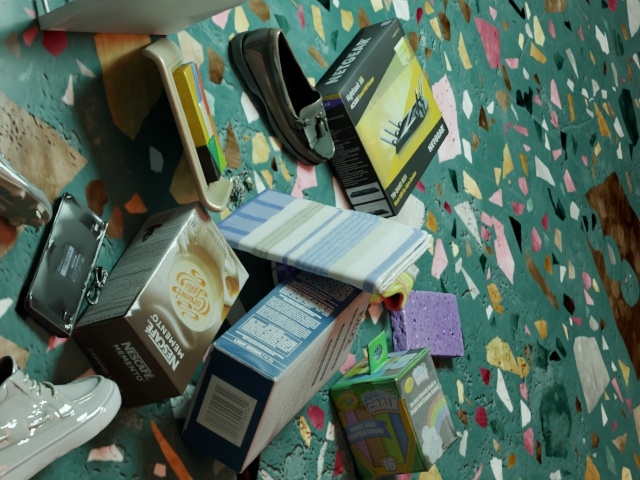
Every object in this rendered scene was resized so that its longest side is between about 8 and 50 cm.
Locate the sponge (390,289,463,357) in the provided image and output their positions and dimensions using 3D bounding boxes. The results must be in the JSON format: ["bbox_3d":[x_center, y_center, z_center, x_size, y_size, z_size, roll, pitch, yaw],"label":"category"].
[{"bbox_3d":[0.190,0.149,2.561,0.210,0.031,0.117,9,71,-57],"label":"sponge"}]

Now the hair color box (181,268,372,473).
[{"bbox_3d":[-0.051,0.158,2.027,0.347,0.105,0.174,-40,156,-55],"label":"hair color box"}]

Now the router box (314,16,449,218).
[{"bbox_3d":[0.102,-0.212,2.501,0.243,0.081,0.309,63,34,-22],"label":"router box"}]

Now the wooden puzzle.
[{"bbox_3d":[-0.174,-0.167,1.992,0.221,0.044,0.239,-89,158,-78],"label":"wooden puzzle"}]

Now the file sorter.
[{"bbox_3d":[-0.234,-0.388,1.924,0.277,0.192,0.173,-10,85,-59],"label":"file sorter"}]

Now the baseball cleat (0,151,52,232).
[{"bbox_3d":[-0.385,-0.096,1.689,0.206,0.072,0.109,43,38,-48],"label":"baseball cleat"}]

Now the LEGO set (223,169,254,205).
[{"bbox_3d":[-0.120,-0.086,2.153,0.054,0.023,0.083,65,34,-20],"label":"LEGO set"}]

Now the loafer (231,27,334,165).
[{"bbox_3d":[-0.041,-0.224,2.271,0.267,0.084,0.096,54,38,-34],"label":"loafer"}]

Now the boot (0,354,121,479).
[{"bbox_3d":[-0.329,0.185,1.650,0.258,0.095,0.123,-38,119,-55],"label":"boot"}]

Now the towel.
[{"bbox_3d":[0.000,0.000,2.098,0.209,0.285,0.034,-40,141,-57],"label":"towel"}]

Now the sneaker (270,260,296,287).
[{"bbox_3d":[-0.018,0.047,2.226,0.170,0.071,0.068,14,67,-55],"label":"sneaker"}]

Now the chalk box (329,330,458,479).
[{"bbox_3d":[0.110,0.255,2.303,0.132,0.132,0.213,-33,106,-56],"label":"chalk box"}]

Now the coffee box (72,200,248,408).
[{"bbox_3d":[-0.205,0.082,1.885,0.141,0.098,0.246,57,36,-26],"label":"coffee box"}]

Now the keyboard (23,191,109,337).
[{"bbox_3d":[-0.312,0.037,1.806,0.108,0.023,0.180,42,46,-35],"label":"keyboard"}]

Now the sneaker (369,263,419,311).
[{"bbox_3d":[0.091,0.058,2.394,0.208,0.081,0.094,30,68,-43],"label":"sneaker"}]
